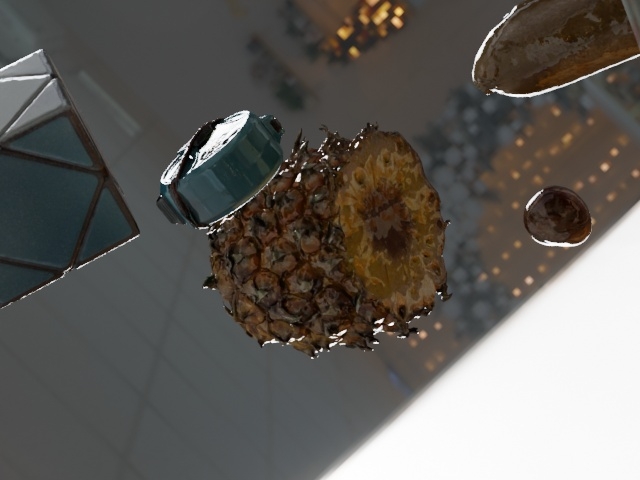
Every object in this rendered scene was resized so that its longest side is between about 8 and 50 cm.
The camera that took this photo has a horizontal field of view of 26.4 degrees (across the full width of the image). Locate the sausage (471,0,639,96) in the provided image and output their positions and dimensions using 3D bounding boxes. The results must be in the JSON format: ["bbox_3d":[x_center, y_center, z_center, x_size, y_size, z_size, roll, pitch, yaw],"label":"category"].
[{"bbox_3d":[0.399,-0.286,1.525,0.123,0.501,0.136,59,-159,-26],"label":"sausage"}]

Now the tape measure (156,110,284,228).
[{"bbox_3d":[-0.100,-0.076,1.384,0.081,0.125,0.146,52,-140,-20],"label":"tape measure"}]

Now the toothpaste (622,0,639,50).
[{"bbox_3d":[0.259,-0.140,0.960,0.066,0.100,0.323,-1,-115,-35],"label":"toothpaste"}]

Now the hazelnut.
[{"bbox_3d":[0.294,-0.028,1.696,0.086,0.086,0.086,45,-175,-5],"label":"hazelnut"}]

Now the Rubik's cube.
[{"bbox_3d":[-0.370,-0.080,1.684,0.205,0.205,0.207,65,176,-33],"label":"Rubik's cube"}]

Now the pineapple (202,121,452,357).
[{"bbox_3d":[0.000,0.003,2.030,0.352,0.300,0.352,31,-128,-51],"label":"pineapple"}]
